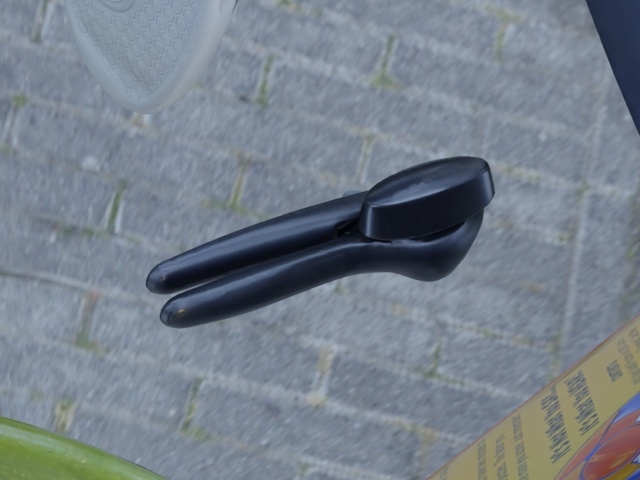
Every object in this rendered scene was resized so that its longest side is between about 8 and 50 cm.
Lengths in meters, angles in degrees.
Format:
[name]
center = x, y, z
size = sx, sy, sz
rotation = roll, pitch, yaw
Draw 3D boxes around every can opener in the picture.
[can opener]
center = 0.000, 0.000, 0.884
size = 0.186, 0.073, 0.059
rotation = -17, 39, -4

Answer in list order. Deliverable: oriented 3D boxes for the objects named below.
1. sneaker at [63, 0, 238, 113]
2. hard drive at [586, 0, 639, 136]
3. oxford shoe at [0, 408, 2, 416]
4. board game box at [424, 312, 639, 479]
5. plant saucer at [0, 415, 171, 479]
[sneaker]
center = -0.029, -0.188, 0.777
size = 0.104, 0.296, 0.147
rotation = 39, 47, 20
[hard drive]
center = 0.213, -0.170, 0.930
size = 0.172, 0.054, 0.255
rotation = -19, 90, -32
[oxford shoe]
center = -0.343, 0.220, 0.970
size = 0.130, 0.169, 0.449
rotation = 39, 86, 27
[board game box]
center = 0.207, 0.226, 0.665
size = 0.356, 0.356, 0.356
rotation = -39, 92, 8
[plant saucer]
center = -0.029, 0.096, 0.287
size = 0.241, 0.241, 0.037
rotation = 32, 103, -2
